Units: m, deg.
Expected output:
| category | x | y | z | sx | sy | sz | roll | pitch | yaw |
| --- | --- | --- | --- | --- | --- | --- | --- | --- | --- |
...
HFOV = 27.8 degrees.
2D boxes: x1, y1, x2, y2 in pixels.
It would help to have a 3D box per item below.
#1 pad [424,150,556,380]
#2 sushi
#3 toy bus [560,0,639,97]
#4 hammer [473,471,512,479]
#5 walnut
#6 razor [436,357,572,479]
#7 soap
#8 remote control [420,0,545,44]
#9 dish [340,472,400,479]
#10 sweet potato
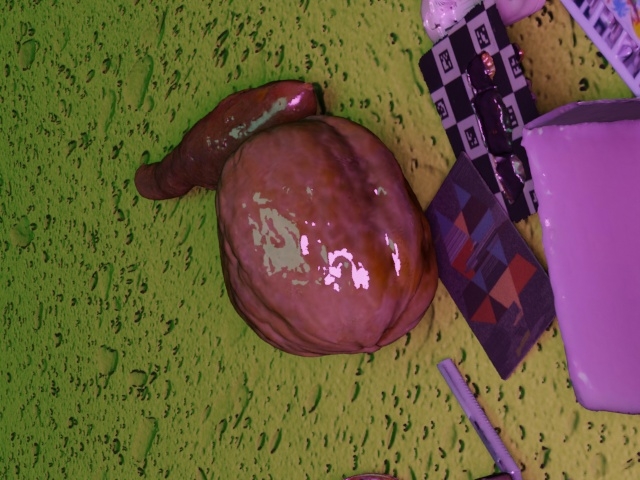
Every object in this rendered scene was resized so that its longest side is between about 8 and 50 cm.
| category | x | y | z | sx | sy | sz | roll | pitch | yaw |
| --- | --- | --- | --- | --- | --- | --- | --- | --- | --- |
| pad | 0.174 | 0.027 | 1.382 | 0.211 | 0.003 | 0.143 | 59 | 141 | 30 |
| sushi | 0.194 | -0.128 | 1.337 | 0.215 | 0.050 | 0.192 | 70 | 159 | 7 |
| toy bus | 0.294 | -0.256 | 1.213 | 0.330 | 0.109 | 0.136 | 60 | 138 | 29 |
| hammer | 0.214 | 0.452 | 1.286 | 0.168 | 0.044 | 0.440 | -26 | 73 | 55 |
| walnut | 0.000 | 0.000 | 1.430 | 0.282 | 0.227 | 0.283 | -4 | 83 | 35 |
| razor | 0.180 | 0.208 | 1.370 | 0.084 | 0.036 | 0.211 | -55 | 53 | 29 |
| soap | 0.333 | 0.019 | 1.104 | 0.296 | 0.107 | 0.286 | 4 | 110 | 47 |
| remote control | 0.164 | -0.251 | 1.342 | 0.221 | 0.042 | 0.078 | -14 | 94 | 69 |
| dish | 0.056 | 0.344 | 1.473 | 0.141 | 0.078 | 0.141 | -13 | 44 | 13 |
| sweet potato | -0.134 | -0.113 | 1.673 | 0.385 | 0.109 | 0.109 | -25 | 71 | 45 |
